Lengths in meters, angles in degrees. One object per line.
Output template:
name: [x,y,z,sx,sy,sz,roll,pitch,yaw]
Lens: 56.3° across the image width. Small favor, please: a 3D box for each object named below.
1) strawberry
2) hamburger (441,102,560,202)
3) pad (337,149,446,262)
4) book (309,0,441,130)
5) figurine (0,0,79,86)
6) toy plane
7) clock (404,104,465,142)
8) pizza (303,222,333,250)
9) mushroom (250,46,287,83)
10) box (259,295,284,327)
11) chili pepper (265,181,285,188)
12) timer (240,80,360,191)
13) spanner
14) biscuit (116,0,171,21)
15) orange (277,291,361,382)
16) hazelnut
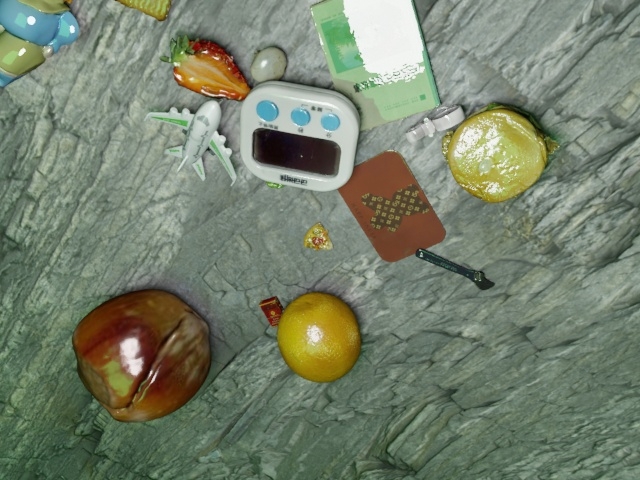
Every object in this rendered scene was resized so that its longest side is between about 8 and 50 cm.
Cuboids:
strawberry: [-0.242,-0.380,1.297,0.193,0.085,0.140,6,147,7]
hamburger: [0.364,-0.189,1.248,0.215,0.122,0.189,28,117,1]
pad: [0.167,-0.075,1.425,0.181,0.004,0.267,-26,110,25]
book: [0.116,-0.385,1.253,0.215,0.025,0.282,-14,113,21]
figurine: [-0.661,-0.474,1.315,0.262,0.154,0.180,-37,80,14]
toy plane: [-0.274,-0.244,1.365,0.251,0.101,0.255,36,140,-7]
clock: [0.242,-0.247,1.263,0.129,0.087,0.041,-22,107,24]
pizza: [-0.001,0.000,1.494,0.078,0.025,0.083,30,120,-2]
mushroom: [-0.117,-0.385,1.291,0.085,0.085,0.079,-53,54,30]
box: [-0.126,0.195,1.634,0.052,0.023,0.082,-19,113,21]
chili pepper: [-0.090,-0.146,1.433,0.091,0.030,0.034,-16,89,18]
timer: [-0.047,-0.230,1.319,0.262,0.087,0.236,12,132,5]
spanner: [0.328,0.070,1.460,0.209,0.012,0.046,23,122,-1]
biscuit: [-0.364,-0.607,1.242,0.172,0.029,0.254,26,120,-1]
orange: [-0.003,0.245,1.519,0.237,0.236,0.236,6,119,10]
hazelnut: [-0.481,0.303,1.624,0.373,0.315,0.372,-3,103,-13]
